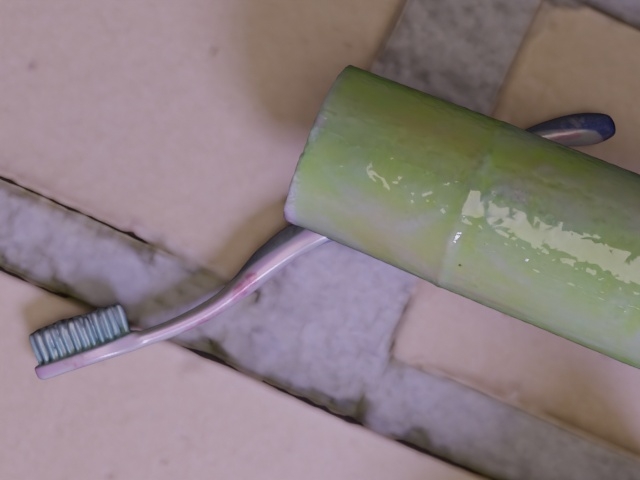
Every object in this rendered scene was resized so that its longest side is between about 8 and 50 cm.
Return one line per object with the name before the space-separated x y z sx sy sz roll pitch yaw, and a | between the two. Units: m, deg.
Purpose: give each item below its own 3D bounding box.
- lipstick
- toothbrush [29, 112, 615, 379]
lipstick | 0.137 0.016 0.715 0.304 0.076 0.076 23 98 7
toothbrush | 0.000 0.000 0.777 0.269 0.021 0.027 -23 105 1
